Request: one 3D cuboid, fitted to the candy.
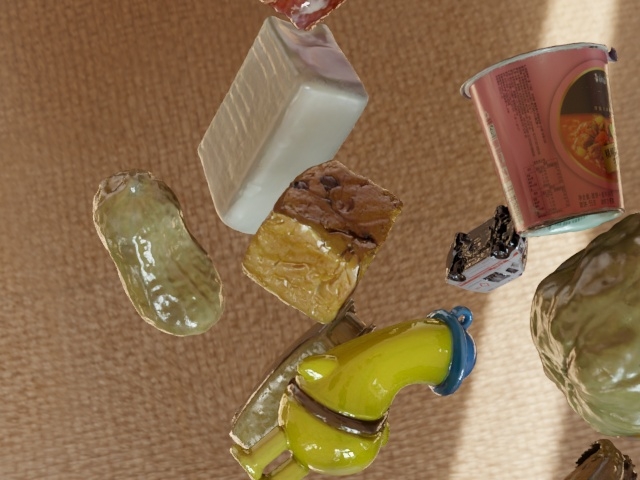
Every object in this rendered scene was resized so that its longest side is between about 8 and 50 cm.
[{"bbox_3d":[-0.078,-0.200,1.785,0.145,0.358,0.208,3,48,-36],"label":"candy"}]

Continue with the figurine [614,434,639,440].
[{"bbox_3d":[0.537,0.257,1.795,0.215,0.215,0.228,-32,108,-9],"label":"figurine"}]

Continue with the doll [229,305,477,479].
[{"bbox_3d":[0.054,0.199,1.313,0.363,0.199,0.145,-36,38,-9],"label":"doll"}]

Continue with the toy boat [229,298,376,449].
[{"bbox_3d":[-0.035,0.212,1.553,0.089,0.121,0.321,42,115,2],"label":"toy boat"}]

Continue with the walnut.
[{"bbox_3d":[0.415,0.108,1.311,0.277,0.253,0.282,-44,121,-7],"label":"walnut"}]

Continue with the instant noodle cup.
[{"bbox_3d":[0.354,-0.143,1.541,0.244,0.244,0.254,-11,80,-5],"label":"instant noodle cup"}]

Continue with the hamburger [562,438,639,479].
[{"bbox_3d":[0.454,0.492,1.726,0.277,0.318,0.195,-32,68,-26],"label":"hamburger"}]

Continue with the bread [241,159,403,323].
[{"bbox_3d":[0.000,0.000,1.267,0.143,0.158,0.149,34,40,-2],"label":"bread"}]

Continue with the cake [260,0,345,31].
[{"bbox_3d":[-0.038,-0.253,0.601,0.151,0.283,0.177,-41,72,17],"label":"cake"}]

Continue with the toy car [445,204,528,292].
[{"bbox_3d":[0.298,0.021,1.695,0.108,0.210,0.089,23,62,-16],"label":"toy car"}]

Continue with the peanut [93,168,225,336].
[{"bbox_3d":[-0.268,0.023,1.617,0.143,0.159,0.291,-50,121,-44],"label":"peanut"}]
